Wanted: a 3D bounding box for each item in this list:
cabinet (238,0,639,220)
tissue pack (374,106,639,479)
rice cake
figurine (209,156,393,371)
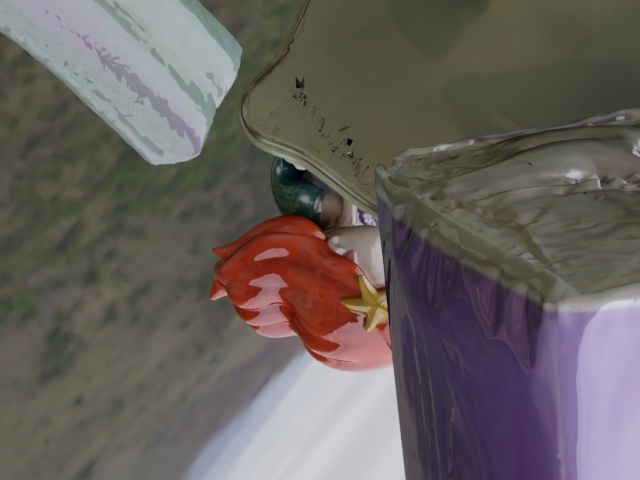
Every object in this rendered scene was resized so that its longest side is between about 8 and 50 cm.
[{"bbox_3d":[0.159,-0.112,1.125,0.290,0.227,0.318,-60,157,3],"label":"cabinet"},{"bbox_3d":[0.122,0.132,0.662,0.160,0.338,0.242,-10,-166,-9],"label":"tissue pack"},{"bbox_3d":[-0.118,-0.115,0.695,0.042,0.222,0.080,-24,-142,35],"label":"rice cake"},{"bbox_3d":[0.006,0.003,1.601,0.181,0.208,0.257,123,-31,-56],"label":"figurine"}]
